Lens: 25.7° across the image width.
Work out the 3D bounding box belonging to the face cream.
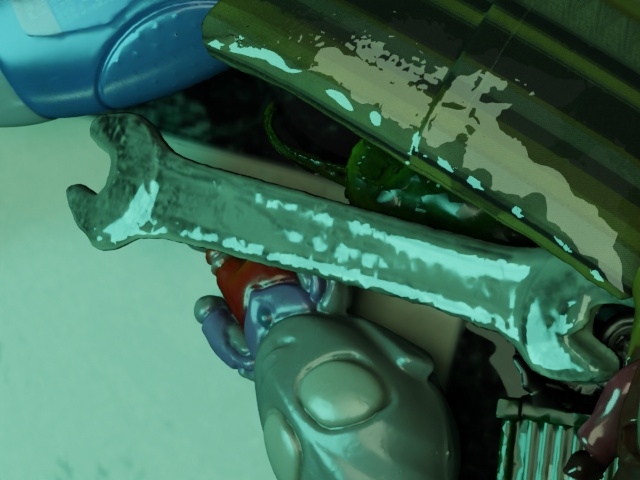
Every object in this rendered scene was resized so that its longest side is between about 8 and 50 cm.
[{"bbox_3d":[-0.103,-0.137,0.683,0.264,0.083,0.149,-21,80,22],"label":"face cream"}]

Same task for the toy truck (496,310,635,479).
[{"bbox_3d":[0.203,0.096,0.555,0.259,0.088,0.121,7,92,24],"label":"toy truck"}]

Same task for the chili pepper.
[{"bbox_3d":[0.097,-0.030,0.612,0.278,0.065,0.122,-8,76,21],"label":"chili pepper"}]

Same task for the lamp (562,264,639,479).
[{"bbox_3d":[0.161,0.033,0.472,0.118,0.118,0.253,26,97,21],"label":"lamp"}]

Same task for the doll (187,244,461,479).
[{"bbox_3d":[0.009,0.071,0.647,0.102,0.075,0.227,-48,61,33],"label":"doll"}]

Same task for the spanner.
[{"bbox_3d":[0.000,0.000,0.613,0.302,0.017,0.071,17,97,32],"label":"spanner"}]

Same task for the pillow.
[{"bbox_3d":[0.090,-0.114,0.563,0.208,0.052,0.212,32,78,20],"label":"pillow"}]
